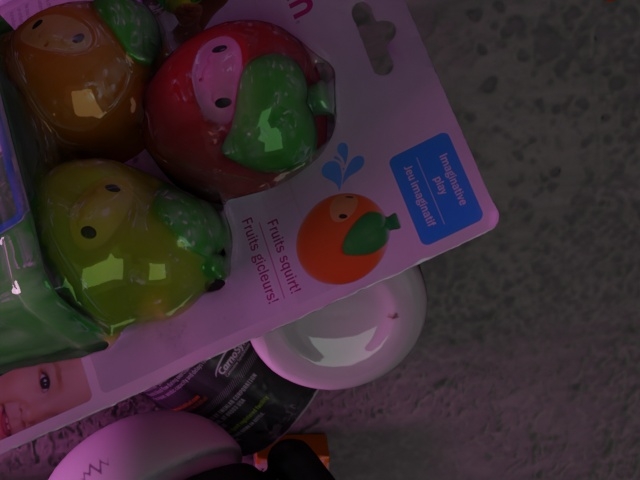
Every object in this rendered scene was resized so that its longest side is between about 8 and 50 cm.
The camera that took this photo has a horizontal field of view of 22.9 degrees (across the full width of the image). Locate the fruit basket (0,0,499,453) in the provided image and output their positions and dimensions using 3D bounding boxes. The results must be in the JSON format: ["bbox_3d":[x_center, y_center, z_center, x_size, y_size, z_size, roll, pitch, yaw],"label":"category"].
[{"bbox_3d":[-0.107,-0.070,0.980,0.353,0.327,0.165,-27,149,14],"label":"fruit basket"}]

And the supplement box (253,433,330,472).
[{"bbox_3d":[-0.025,0.211,1.312,0.062,0.036,0.098,-1,117,-6],"label":"supplement box"}]

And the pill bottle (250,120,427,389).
[{"bbox_3d":[0.000,0.000,1.106,0.121,0.221,0.121,-3,117,-5],"label":"pill bottle"}]

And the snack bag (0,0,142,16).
[{"bbox_3d":[-0.170,-0.302,1.042,0.342,0.037,0.323,-24,116,8],"label":"snack bag"}]

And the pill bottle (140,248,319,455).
[{"bbox_3d":[-0.118,0.045,1.166,0.246,0.130,0.130,36,107,-22],"label":"pill bottle"}]

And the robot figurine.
[{"bbox_3d":[-0.082,0.251,1.093,0.209,0.278,0.173,-15,151,-45],"label":"robot figurine"}]
